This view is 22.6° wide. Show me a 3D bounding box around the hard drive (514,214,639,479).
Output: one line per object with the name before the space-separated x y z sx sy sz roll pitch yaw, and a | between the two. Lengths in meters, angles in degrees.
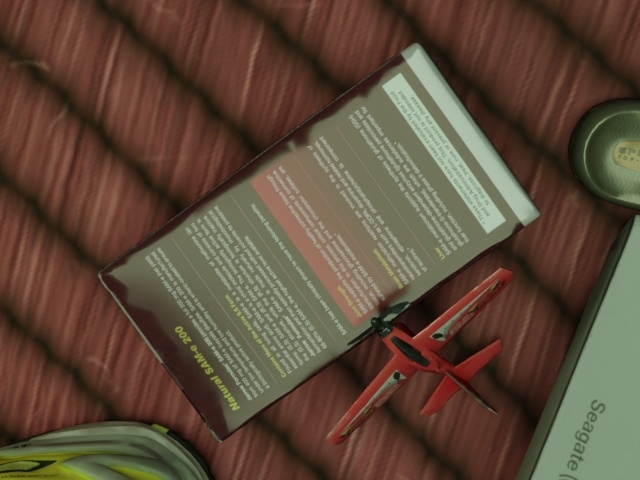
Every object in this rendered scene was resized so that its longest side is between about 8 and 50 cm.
hard drive | 0.298 0.160 0.931 0.353 0.047 0.233 26 63 1

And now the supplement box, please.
supplement box | 0.000 0.000 0.979 0.239 0.073 0.130 -35 92 6

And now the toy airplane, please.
toy airplane | 0.069 0.072 0.967 0.151 0.151 0.028 -45 50 8

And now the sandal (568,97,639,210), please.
sandal | 0.260 -0.044 0.960 0.219 0.060 0.090 10 97 3

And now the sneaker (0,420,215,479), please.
sneaker | -0.259 0.195 0.985 0.384 0.147 0.145 -14 97 7
